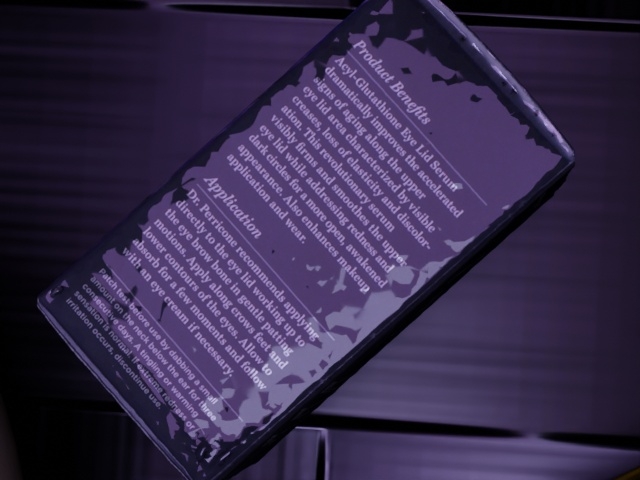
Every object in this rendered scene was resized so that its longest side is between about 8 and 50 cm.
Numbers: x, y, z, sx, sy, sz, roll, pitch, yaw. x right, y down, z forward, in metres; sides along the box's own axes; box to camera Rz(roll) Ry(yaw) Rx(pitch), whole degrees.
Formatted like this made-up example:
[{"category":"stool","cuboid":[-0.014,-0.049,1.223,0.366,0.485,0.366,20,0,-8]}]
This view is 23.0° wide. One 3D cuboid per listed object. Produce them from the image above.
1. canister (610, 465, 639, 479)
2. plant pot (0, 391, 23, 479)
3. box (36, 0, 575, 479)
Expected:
[{"category":"canister","cuboid":[0.168,0.185,0.694,0.126,0.073,0.170,-19,82,-29]},{"category":"plant pot","cuboid":[-0.236,0.155,0.673,0.284,0.284,0.191,-28,120,3]},{"category":"box","cuboid":[0.000,0.000,0.697,0.207,0.153,0.108,-42,84,0]}]
